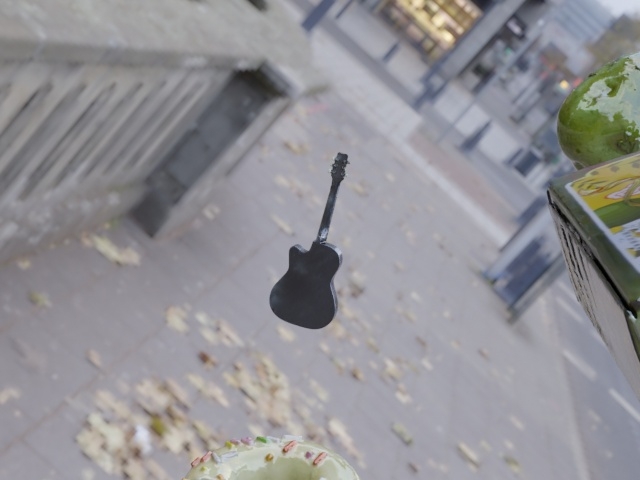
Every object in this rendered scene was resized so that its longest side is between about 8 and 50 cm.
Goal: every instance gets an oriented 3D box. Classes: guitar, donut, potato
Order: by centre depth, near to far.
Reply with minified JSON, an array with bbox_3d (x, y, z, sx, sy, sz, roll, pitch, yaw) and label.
[{"bbox_3d":[-0.035,0.201,1.097,0.165,0.065,0.108,4,26,8],"label":"donut"},{"bbox_3d":[0.000,0.000,1.729,0.088,0.233,0.025,17,11,9],"label":"guitar"},{"bbox_3d":[0.467,-0.181,1.991,0.148,0.253,0.186,96,-20,-64],"label":"potato"}]

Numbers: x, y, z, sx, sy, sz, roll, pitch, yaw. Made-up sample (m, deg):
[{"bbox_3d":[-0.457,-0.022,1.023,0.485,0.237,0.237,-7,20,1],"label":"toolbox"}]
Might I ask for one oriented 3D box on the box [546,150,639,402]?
[{"bbox_3d":[0.413,-0.005,1.154,0.420,0.372,0.138,-88,158,-74],"label":"box"}]
